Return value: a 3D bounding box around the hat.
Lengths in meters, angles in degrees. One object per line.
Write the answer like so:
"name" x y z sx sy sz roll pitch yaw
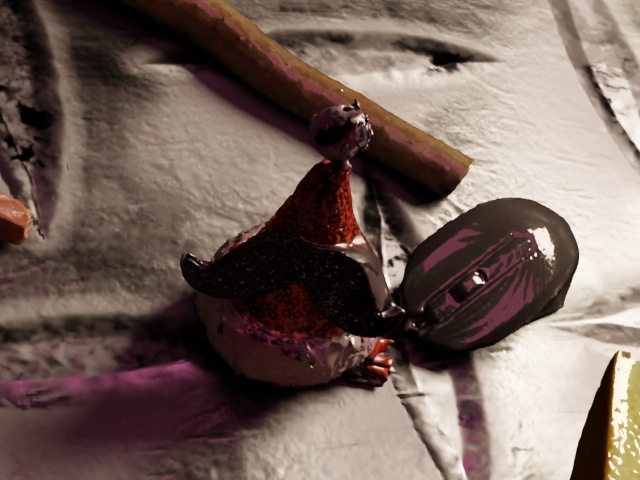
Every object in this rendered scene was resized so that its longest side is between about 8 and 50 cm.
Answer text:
"hat" 0.001 0.003 1.083 0.140 0.227 0.129 31 50 10

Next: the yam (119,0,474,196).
"yam" -0.033 -0.131 1.282 0.327 0.045 0.045 32 19 2

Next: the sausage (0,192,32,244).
"sausage" -0.261 -0.033 1.130 0.147 0.030 0.035 23 48 -4

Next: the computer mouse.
"computer mouse" 0.127 0.019 1.221 0.172 0.057 0.099 -32 78 -34

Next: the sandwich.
"sandwich" 0.207 0.194 1.110 0.090 0.088 0.244 11 55 -2
